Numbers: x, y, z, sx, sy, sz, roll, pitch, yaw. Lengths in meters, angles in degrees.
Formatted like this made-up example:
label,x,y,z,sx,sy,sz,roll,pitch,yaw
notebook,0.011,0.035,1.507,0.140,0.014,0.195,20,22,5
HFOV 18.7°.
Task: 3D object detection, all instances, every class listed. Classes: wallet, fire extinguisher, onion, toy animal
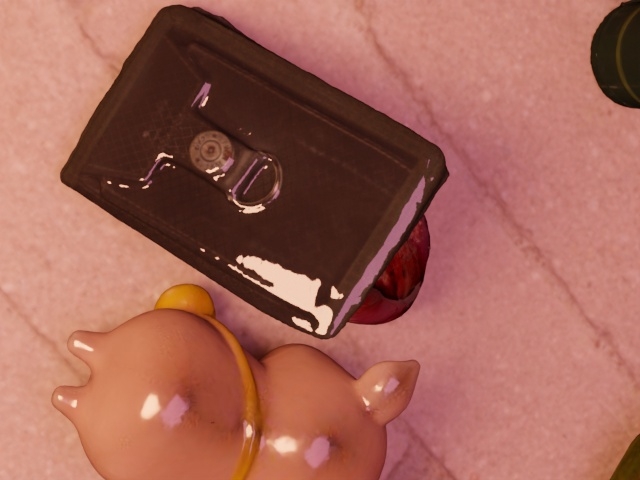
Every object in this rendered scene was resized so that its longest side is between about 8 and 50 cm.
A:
label,x,y,z,sx,sy,sz,roll,pitch,yaw
wallet,-0.048,-0.053,1.367,0.245,0.052,0.169,31,80,18
fire extinguisher,0.318,-0.142,1.453,0.118,0.294,0.093,22,85,-24
onion,0.000,0.000,1.448,0.150,0.140,0.150,39,41,-44
toy animal,-0.070,0.127,1.404,0.248,0.149,0.165,17,94,-10

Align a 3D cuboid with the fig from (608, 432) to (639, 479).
label,x,y,z,sx,sy,sz,roll,pitch,yaw
fig,0.314,0.215,1.562,0.233,0.167,0.167,-33,107,-25
